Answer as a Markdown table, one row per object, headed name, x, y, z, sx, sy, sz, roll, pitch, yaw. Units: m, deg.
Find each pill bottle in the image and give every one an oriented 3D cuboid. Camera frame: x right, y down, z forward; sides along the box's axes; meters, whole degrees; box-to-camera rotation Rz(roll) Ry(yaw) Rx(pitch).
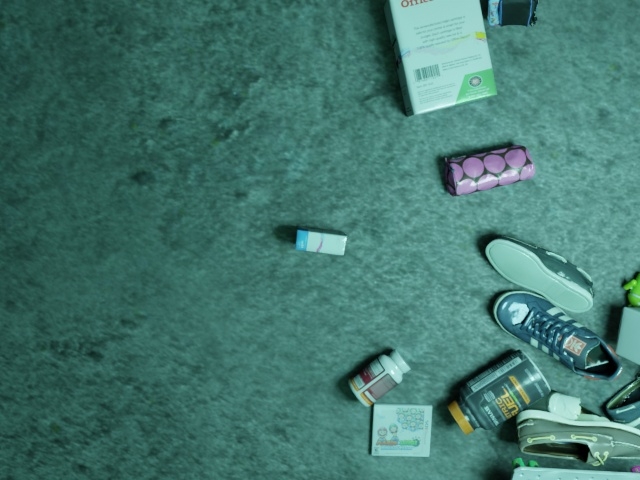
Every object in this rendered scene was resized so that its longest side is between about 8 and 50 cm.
| name | x | y | z | sx | sy | sz | roll | pitch | yaw |
| --- | --- | --- | --- | --- | --- | --- | --- | --- | --- |
| pill bottle | 0.449 | 0.397 | 1.550 | 0.245 | 0.130 | 0.130 | -34 | 97 | 4 |
| pill bottle | 0.154 | 0.351 | 1.558 | 0.152 | 0.086 | 0.086 | -38 | 97 | 4 |

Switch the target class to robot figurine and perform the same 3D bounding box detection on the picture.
| name | x | y | z | sx | sy | sz | roll | pitch | yaw |
| --- | --- | --- | --- | --- | --- | --- | --- | --- | --- |
| robot figurine | 0.836 | 0.126 | 1.551 | 0.101 | 0.067 | 0.115 | 24 | 98 | 5 |

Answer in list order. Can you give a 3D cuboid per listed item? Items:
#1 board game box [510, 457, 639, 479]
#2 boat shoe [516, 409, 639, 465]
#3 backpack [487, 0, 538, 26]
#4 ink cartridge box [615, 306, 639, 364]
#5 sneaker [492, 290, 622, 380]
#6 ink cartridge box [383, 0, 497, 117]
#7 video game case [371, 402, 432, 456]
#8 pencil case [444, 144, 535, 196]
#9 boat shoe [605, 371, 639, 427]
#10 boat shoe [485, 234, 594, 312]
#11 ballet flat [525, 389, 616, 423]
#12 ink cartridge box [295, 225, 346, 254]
| name | x | y | z | sx | sy | sz | roll | pitch | yaw |
| --- | --- | --- | --- | --- | --- | --- | --- | --- | --- |
| board game box | 0.652 | 0.729 | 1.582 | 0.389 | 0.050 | 0.390 | 4 | 117 | -2 |
| boat shoe | 0.653 | 0.505 | 1.499 | 0.324 | 0.097 | 0.117 | 8 | 136 | 10 |
| backpack | 0.454 | -0.603 | 1.400 | 0.116 | 0.158 | 0.173 | 6 | 84 | 16 |
| ink cartridge box | 0.919 | 0.249 | 1.454 | 0.307 | 0.223 | 0.129 | 2 | 100 | -19 |
| sneaker | 0.605 | 0.241 | 1.522 | 0.350 | 0.148 | 0.131 | 27 | 97 | -5 |
| ink cartridge box | 0.280 | -0.453 | 1.431 | 0.201 | 0.117 | 0.278 | -14 | 99 | 1 |
| video game case | 0.216 | 0.507 | 1.615 | 0.157 | 0.019 | 0.143 | 2 | 98 | -1 |
| pencil case | 0.413 | -0.177 | 1.491 | 0.209 | 0.095 | 0.098 | -12 | 74 | -2 |
| boat shoe | 0.860 | 0.384 | 1.579 | 0.254 | 0.095 | 0.079 | -41 | 108 | 13 |
| boat shoe | 0.554 | 0.070 | 1.529 | 0.302 | 0.091 | 0.114 | 35 | 140 | -7 |
| ballet flat | 0.667 | 0.453 | 1.577 | 0.280 | 0.096 | 0.095 | 25 | 61 | -8 |
| ink cartridge box | 0.000 | 0.000 | 1.503 | 0.122 | 0.088 | 0.052 | 6 | 98 | -2 |
